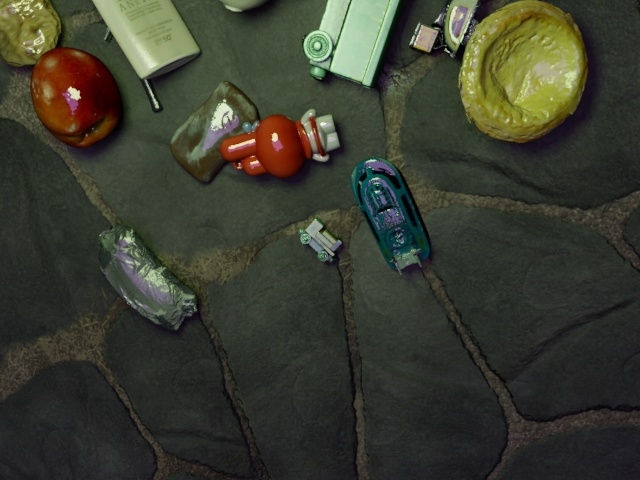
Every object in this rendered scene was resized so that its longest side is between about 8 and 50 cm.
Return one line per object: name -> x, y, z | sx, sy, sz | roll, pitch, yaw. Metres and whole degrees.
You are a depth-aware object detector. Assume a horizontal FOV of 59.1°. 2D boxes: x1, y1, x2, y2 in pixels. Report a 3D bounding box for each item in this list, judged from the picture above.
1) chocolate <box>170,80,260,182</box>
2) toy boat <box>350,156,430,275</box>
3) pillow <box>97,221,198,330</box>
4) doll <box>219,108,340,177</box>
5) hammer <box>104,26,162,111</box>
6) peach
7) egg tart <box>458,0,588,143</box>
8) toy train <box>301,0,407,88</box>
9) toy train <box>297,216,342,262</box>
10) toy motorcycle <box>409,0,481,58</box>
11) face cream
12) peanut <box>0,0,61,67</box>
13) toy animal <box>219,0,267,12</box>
chocolate -> -0.275, -0.271, 1.434 | 0.254, 0.080, 0.157 | -42, 95, 15
toy boat -> 0.174, -0.066, 1.420 | 0.134, 0.092, 0.298 | -24, 100, 16
pillow -> -0.483, 0.101, 1.546 | 0.161, 0.092, 0.335 | -43, 94, 9
doll -> -0.100, -0.232, 1.391 | 0.290, 0.130, 0.161 | -15, 116, 5
hammer -> -0.471, -0.447, 1.448 | 0.103, 0.029, 0.246 | -17, 102, 11
peach -> -0.610, -0.356, 1.403 | 0.243, 0.199, 0.243 | 17, 116, 40
egg tart -> 0.446, -0.377, 1.274 | 0.315, 0.120, 0.314 | -3, 107, -9
toy train -> 0.079, -0.505, 1.310 | 0.202, 0.120, 0.300 | 20, 106, 1
toy train -> 0.000, 0.000, 1.481 | 0.122, 0.050, 0.081 | 42, 98, -2
toy motorcycle -> 0.316, -0.547, 1.284 | 0.157, 0.091, 0.263 | 21, 104, 6
face cream -> -0.451, -0.575, 1.363 | 0.174, 0.081, 0.348 | -33, 98, -25
peanut -> -0.751, -0.548, 1.419 | 0.197, 0.110, 0.233 | -26, 99, 8
toy animal -> -0.145, -0.650, 1.271 | 0.267, 0.212, 0.212 | -21, 100, 15
